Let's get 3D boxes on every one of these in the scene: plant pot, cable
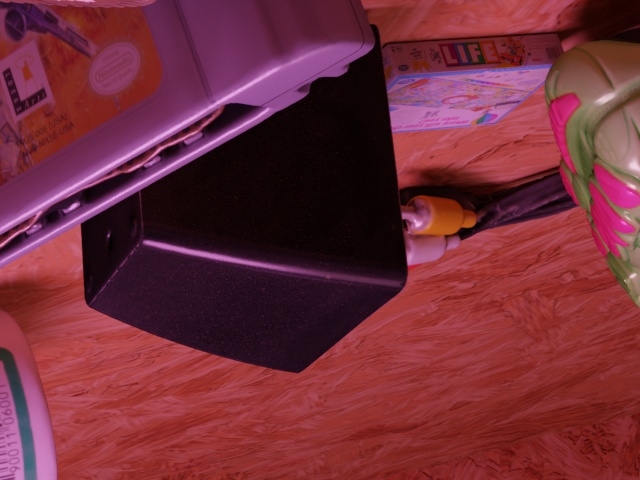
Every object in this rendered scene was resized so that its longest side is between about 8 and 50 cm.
[{"bbox_3d":[-0.064,-0.028,1.180,0.167,0.188,0.187,3,157,-23],"label":"plant pot"},{"bbox_3d":[0.140,-0.007,1.619,0.287,0.072,0.139,-4,150,-35],"label":"cable"}]

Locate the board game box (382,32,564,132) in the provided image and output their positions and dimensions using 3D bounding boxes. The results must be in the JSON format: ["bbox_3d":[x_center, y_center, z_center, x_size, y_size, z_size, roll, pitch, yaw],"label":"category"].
[{"bbox_3d":[0.091,-0.114,1.311,0.154,0.026,0.103,-7,161,-32],"label":"board game box"}]

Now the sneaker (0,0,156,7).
[{"bbox_3d":[-0.172,-0.180,0.727,0.282,0.153,0.099,8,-178,33],"label":"sneaker"}]

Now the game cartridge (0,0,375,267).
[{"bbox_3d":[-0.129,-0.107,0.790,0.297,0.198,0.062,-28,169,29],"label":"game cartridge"}]

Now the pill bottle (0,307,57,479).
[{"bbox_3d":[-0.413,0.179,1.438,0.361,0.204,0.204,-9,162,-25],"label":"pill bottle"}]

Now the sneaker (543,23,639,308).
[{"bbox_3d":[0.301,-0.065,1.413,0.202,0.185,0.483,-26,170,5],"label":"sneaker"}]
